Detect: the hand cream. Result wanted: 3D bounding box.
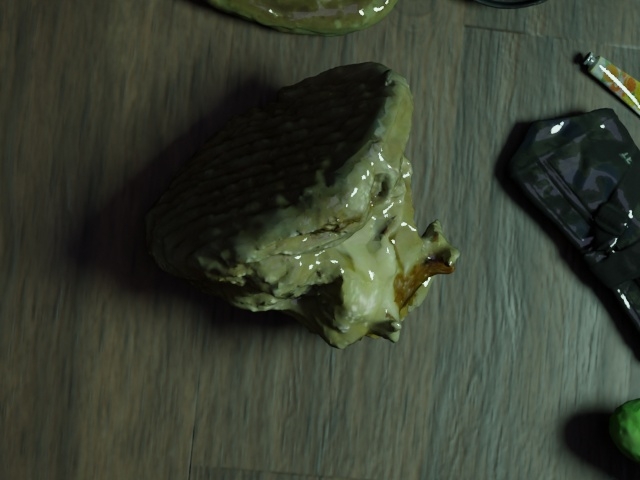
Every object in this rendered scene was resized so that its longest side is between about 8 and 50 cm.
[{"bbox_3d":[0.332,-0.172,1.884,0.102,0.022,0.035,35,77,-10],"label":"hand cream"}]

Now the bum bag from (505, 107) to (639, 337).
[{"bbox_3d":[0.333,-0.014,1.849,0.137,0.074,0.310,-39,92,-3],"label":"bum bag"}]

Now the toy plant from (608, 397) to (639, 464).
[{"bbox_3d":[0.508,0.277,1.778,0.317,0.210,0.356,-23,84,19],"label":"toy plant"}]

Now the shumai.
[{"bbox_3d":[0.000,0.000,1.760,0.314,0.267,0.262,-24,123,17],"label":"shumai"}]

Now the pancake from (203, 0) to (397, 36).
[{"bbox_3d":[-0.032,-0.355,1.820,0.294,0.049,0.294,1,85,-10],"label":"pancake"}]

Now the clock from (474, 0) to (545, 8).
[{"bbox_3d":[0.203,-0.340,1.827,0.185,0.040,0.184,2,109,7],"label":"clock"}]
